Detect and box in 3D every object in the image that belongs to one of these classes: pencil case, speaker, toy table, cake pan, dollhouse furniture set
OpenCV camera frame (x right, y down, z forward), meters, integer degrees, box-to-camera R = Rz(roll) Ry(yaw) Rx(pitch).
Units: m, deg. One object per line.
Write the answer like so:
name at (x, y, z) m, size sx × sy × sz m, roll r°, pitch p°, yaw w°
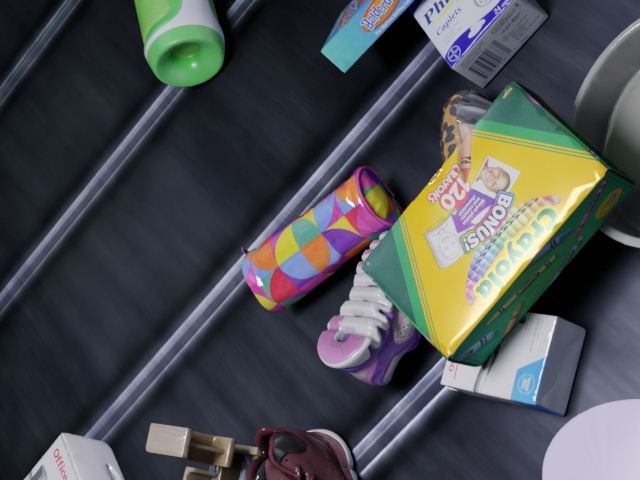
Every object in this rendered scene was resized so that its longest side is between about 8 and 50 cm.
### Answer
pencil case at (0.000, 0.000, 2.029) m, size 0.236 × 0.104 × 0.104 m, roll -35°, pitch 52°, yaw 31°
speaker at (-0.230, -0.382, 2.401) m, size 0.131 × 0.131 × 0.296 m, roll -38°, pitch 50°, yaw 29°
toy table at (0.371, 0.255, 1.497) m, size 0.274 × 0.161 × 0.252 m, roll 30°, pitch 95°, yaw 47°
cake pan at (0.404, -0.124, 1.699) m, size 0.293 × 0.054 × 0.293 m, roll -20°, pitch 60°, yaw 40°
dollhouse furniture set at (-0.156, 0.315, 1.991) m, size 0.129 × 0.184 × 0.129 m, roll 0°, pitch 74°, yaw 46°

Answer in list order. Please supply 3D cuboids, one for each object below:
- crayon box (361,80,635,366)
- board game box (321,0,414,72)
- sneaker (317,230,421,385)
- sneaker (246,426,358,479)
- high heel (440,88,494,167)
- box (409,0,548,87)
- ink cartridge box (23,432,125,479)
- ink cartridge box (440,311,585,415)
crayon box at (0.196, -0.016, 1.736) m, size 0.278 × 0.081 × 0.165 m, roll -51°, pitch 57°, yaw 14°
board game box at (0.096, -0.332, 2.039) m, size 0.210 × 0.047 × 0.160 m, roll -45°, pitch 11°, yaw 27°
sneaker at (0.091, 0.081, 1.912) m, size 0.095 × 0.104 × 0.236 m, roll 4°, pitch 54°, yaw 48°
sneaker at (-0.010, 0.331, 1.851) m, size 0.106 × 0.163 × 0.281 m, roll -51°, pitch 45°, yaw 18°
high heel at (0.174, -0.053, 1.909) m, size 0.186 × 0.093 × 0.261 m, roll -139°, pitch 62°, yaw -69°
box at (0.198, -0.289, 1.964) m, size 0.126 × 0.072 × 0.137 m, roll -48°, pitch 45°, yaw 20°
ink cartridge box at (-0.378, 0.411, 2.248) m, size 0.218 × 0.092 × 0.158 m, roll -49°, pitch 46°, yaw 17°
ink cartridge box at (0.207, 0.132, 1.788) m, size 0.180 × 0.060 × 0.104 m, roll 7°, pitch 79°, yaw 47°
